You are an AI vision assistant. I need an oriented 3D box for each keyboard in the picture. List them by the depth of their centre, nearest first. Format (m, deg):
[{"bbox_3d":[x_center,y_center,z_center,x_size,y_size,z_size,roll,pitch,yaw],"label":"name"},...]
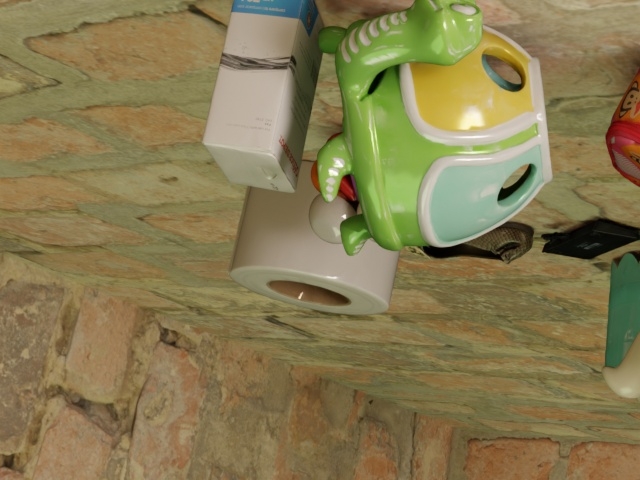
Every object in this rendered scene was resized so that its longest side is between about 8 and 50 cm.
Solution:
[{"bbox_3d":[0.383,-0.003,2.182,0.108,0.023,0.180,9,166,-14],"label":"keyboard"}]

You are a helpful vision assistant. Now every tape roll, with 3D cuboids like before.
[{"bbox_3d":[0.000,0.000,2.222,0.246,0.169,0.246,11,166,3],"label":"tape roll"}]

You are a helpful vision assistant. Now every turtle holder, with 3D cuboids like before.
[{"bbox_3d":[0.116,-0.141,1.536,0.228,0.243,0.320,-5,122,10],"label":"turtle holder"}]

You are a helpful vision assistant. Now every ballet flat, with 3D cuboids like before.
[{"bbox_3d":[0.219,0.009,2.292,0.250,0.058,0.084,-1,160,42],"label":"ballet flat"}]

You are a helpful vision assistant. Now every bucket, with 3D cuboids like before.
[{"bbox_3d":[0.561,0.140,2.250,0.281,0.183,0.281,12,166,3],"label":"bucket"}]

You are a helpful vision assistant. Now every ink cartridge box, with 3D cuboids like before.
[{"bbox_3d":[-0.056,-0.164,1.581,0.082,0.190,0.139,10,165,12],"label":"ink cartridge box"}]

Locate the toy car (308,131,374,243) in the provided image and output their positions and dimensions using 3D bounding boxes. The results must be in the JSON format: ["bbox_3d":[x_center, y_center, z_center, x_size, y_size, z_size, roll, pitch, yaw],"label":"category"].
[{"bbox_3d":[0.066,-0.083,1.948,0.182,0.159,0.136,1,126,40],"label":"toy car"}]

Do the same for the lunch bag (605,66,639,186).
[{"bbox_3d":[0.448,-0.075,1.554,0.293,0.120,0.258,26,176,16],"label":"lunch bag"}]

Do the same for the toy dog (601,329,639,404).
[{"bbox_3d":[0.572,0.182,1.939,0.396,0.407,0.284,9,167,18],"label":"toy dog"}]
